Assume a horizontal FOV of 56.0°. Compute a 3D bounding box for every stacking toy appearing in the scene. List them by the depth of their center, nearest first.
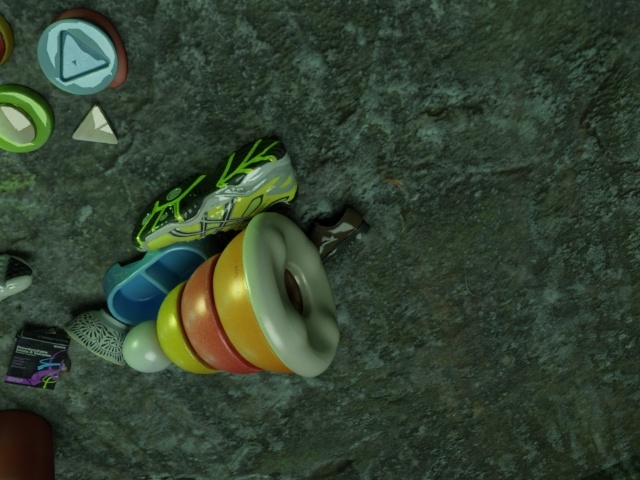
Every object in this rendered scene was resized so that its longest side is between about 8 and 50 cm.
[{"bbox_3d":[-0.502,-0.266,1.068,0.309,0.130,0.279,-4,125,-11],"label":"stacking toy"},{"bbox_3d":[-0.231,0.168,1.304,0.480,0.350,0.350,-20,128,20],"label":"stacking toy"}]

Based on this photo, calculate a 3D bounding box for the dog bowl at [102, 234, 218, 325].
[{"bbox_3d":[-0.368,0.088,1.387,0.297,0.074,0.166,-35,126,12],"label":"dog bowl"}]

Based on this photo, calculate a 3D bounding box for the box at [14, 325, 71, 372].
[{"bbox_3d":[-0.674,0.273,1.469,0.094,0.027,0.137,-6,126,-8],"label":"box"}]

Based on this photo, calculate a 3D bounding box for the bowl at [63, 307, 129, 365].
[{"bbox_3d":[-0.503,0.212,1.408,0.170,0.170,0.080,40,81,-33],"label":"bowl"}]

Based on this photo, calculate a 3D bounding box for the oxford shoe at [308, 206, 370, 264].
[{"bbox_3d":[0.000,0.000,1.425,0.227,0.083,0.096,-39,106,13],"label":"oxford shoe"}]

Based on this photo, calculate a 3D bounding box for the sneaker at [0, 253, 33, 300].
[{"bbox_3d":[-0.746,0.114,1.301,0.292,0.110,0.118,-14,135,6],"label":"sneaker"}]

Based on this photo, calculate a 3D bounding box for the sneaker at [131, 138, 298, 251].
[{"bbox_3d":[-0.219,-0.062,1.276,0.385,0.145,0.147,-26,126,7],"label":"sneaker"}]

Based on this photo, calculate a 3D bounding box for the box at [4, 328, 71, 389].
[{"bbox_3d":[-0.678,0.288,1.442,0.116,0.029,0.162,16,119,-23],"label":"box"}]

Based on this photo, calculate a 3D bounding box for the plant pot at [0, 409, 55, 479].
[{"bbox_3d":[-0.803,0.586,1.525,0.275,0.243,0.275,-7,126,-9],"label":"plant pot"}]
